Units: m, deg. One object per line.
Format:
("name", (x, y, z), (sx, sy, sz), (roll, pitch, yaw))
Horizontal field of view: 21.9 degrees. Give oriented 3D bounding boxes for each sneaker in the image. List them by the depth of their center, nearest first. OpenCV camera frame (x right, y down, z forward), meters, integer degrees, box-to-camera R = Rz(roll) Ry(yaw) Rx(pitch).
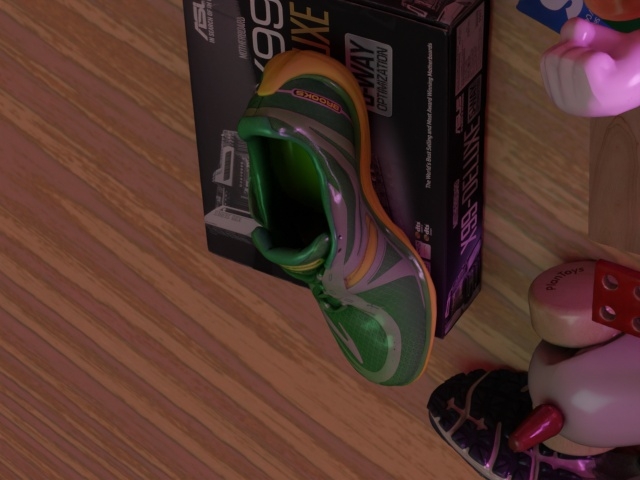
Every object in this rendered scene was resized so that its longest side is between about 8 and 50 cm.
("sneaker", (0.000, 0.000, 1.282), (0.109, 0.123, 0.295), (1, 125, 37))
("sneaker", (0.209, 0.221, 1.428), (0.283, 0.110, 0.122), (30, 140, 16))

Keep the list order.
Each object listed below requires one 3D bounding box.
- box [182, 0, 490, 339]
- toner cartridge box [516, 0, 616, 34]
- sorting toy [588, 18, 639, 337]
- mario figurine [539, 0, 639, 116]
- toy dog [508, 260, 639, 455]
("box", (0.013, -0.091, 1.348), (0.242, 0.076, 0.307), (20, 134, 24))
("toner cartridge box", (0.229, -0.283, 0.953), (0.075, 0.165, 0.348), (31, 138, 13))
("sorting toy", (0.231, -0.041, 0.994), (0.132, 0.046, 0.274), (18, 129, 32))
("mario figurine", (0.218, -0.153, 0.808), (0.320, 0.198, 0.170), (19, 143, 20))
("toy dog", (0.277, 0.129, 1.255), (0.333, 0.161, 0.220), (-10, 116, 43))
